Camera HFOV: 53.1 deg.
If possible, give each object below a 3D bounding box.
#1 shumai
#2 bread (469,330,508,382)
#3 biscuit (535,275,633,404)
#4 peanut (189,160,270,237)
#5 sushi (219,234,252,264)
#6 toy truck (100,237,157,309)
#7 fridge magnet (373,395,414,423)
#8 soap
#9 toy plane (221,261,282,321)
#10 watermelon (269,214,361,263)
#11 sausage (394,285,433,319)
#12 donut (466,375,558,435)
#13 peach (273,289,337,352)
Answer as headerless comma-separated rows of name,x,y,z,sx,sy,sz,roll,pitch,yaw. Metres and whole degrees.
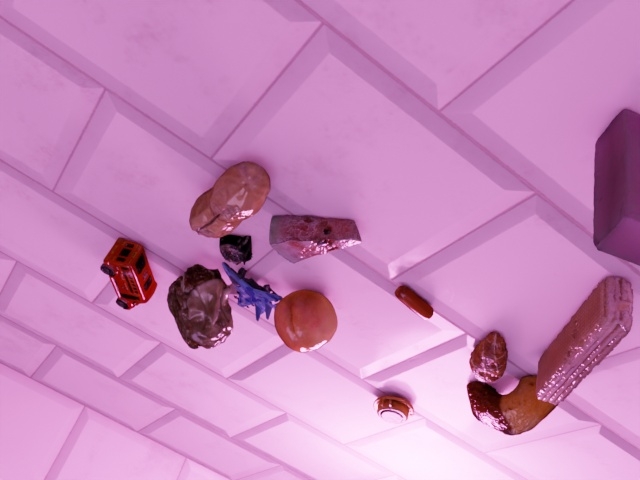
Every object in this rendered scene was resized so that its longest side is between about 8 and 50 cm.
shumai,-0.336,0.172,1.884,0.189,0.256,0.218,-5,132,-37
bread,0.476,0.346,1.819,0.104,0.076,0.233,8,138,12
biscuit,0.649,0.262,1.593,0.078,0.144,0.426,16,141,6
peanut,-0.225,-0.090,1.563,0.130,0.130,0.290,35,141,-18
sushi,-0.233,0.028,1.758,0.083,0.056,0.085,10,139,12
toy truck,-0.577,0.114,1.962,0.114,0.108,0.253,11,140,12
fridge magnet,0.250,0.581,2.197,0.143,0.063,0.143,10,137,10
soap,0.629,-0.060,1.111,0.296,0.285,0.107,19,144,-1
toy plane,-0.209,0.137,1.864,0.169,0.078,0.246,-13,124,34
watermelon,0.000,0.000,1.617,0.241,0.094,0.154,-9,140,28
sausage,0.252,0.166,1.727,0.131,0.041,0.039,39,142,-22
donut,0.546,0.487,1.904,0.295,0.151,0.112,-19,118,39
peach,-0.046,0.225,1.822,0.184,0.184,0.184,12,141,10
